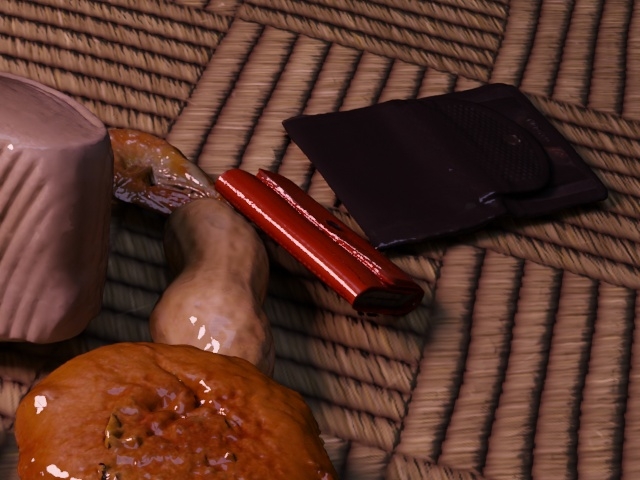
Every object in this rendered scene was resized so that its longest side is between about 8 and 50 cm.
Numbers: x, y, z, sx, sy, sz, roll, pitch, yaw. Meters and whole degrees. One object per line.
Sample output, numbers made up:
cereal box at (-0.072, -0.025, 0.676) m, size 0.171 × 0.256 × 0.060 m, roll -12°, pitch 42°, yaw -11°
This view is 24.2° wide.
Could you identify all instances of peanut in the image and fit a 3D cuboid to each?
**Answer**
peanut at (-0.099, 0.051, 1.411) m, size 0.117 × 0.101 × 0.263 m, roll 16°, pitch 40°, yaw -16°

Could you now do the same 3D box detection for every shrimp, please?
shrimp at (-0.162, -0.051, 1.564) m, size 0.217 × 0.051 × 0.115 m, roll 35°, pitch 45°, yaw 21°

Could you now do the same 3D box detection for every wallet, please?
wallet at (0.000, 0.000, 1.499) m, size 0.204 × 0.045 × 0.142 m, roll 40°, pitch 14°, yaw 25°
wallet at (0.147, -0.092, 1.706) m, size 0.323 × 0.041 × 0.247 m, roll -13°, pitch 43°, yaw -24°

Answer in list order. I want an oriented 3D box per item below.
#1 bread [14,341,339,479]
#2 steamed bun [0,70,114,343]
bread at (-0.117, 0.189, 1.212) m, size 0.268 × 0.145 × 0.268 m, roll 10°, pitch 36°, yaw -7°
steamed bun at (-0.376, -0.053, 1.372) m, size 0.383 × 0.247 × 0.236 m, roll 10°, pitch 19°, yaw -3°
